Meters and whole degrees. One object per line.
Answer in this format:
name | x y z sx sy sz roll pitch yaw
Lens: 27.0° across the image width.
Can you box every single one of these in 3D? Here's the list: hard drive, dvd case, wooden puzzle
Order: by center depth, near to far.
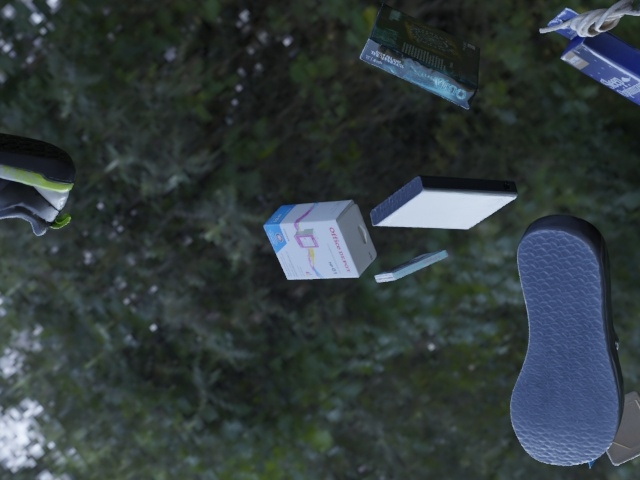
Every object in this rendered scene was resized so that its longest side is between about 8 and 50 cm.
hard drive | 0.134 -0.041 1.449 0.135 0.094 0.022 2 -114 -35
wooden puzzle | 0.369 0.227 1.612 0.014 0.116 0.078 71 180 -69
dvd case | 0.132 0.038 1.955 0.119 0.087 0.013 167 79 -80

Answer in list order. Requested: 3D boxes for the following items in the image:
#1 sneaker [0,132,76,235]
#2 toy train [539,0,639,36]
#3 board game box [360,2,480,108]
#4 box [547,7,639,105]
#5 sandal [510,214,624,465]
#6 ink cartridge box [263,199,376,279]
sneaker | -0.338 -0.052 1.228 0.234 0.097 0.084 12 -162 -25
toy train | 0.354 -0.184 1.289 0.143 0.248 0.105 66 -160 -13
board game box | 0.111 -0.203 1.445 0.126 0.026 0.186 25 -158 -2
box | 0.393 -0.219 1.715 0.225 0.036 0.136 31 179 -1
sandal | 0.218 0.089 1.145 0.054 0.097 0.254 -52 -34 -51
ink cartridge box | 0.000 0.000 1.726 0.052 0.122 0.088 -48 -56 -43
